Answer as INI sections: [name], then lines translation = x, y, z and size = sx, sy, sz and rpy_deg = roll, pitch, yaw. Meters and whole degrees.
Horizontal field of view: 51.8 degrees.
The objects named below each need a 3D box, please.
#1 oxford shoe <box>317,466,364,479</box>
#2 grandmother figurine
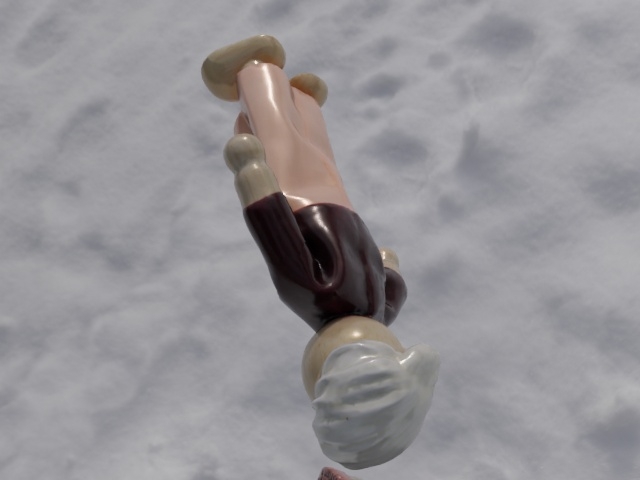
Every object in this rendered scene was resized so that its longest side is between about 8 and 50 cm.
[oxford shoe]
translation = 0.075, 0.279, 0.525
size = 0.130, 0.348, 0.123
rpy_deg = 11, 89, -16
[grandmother figurine]
translation = 0.000, 0.000, 0.495
size = 0.104, 0.207, 0.343
rpy_deg = -41, 47, 29
